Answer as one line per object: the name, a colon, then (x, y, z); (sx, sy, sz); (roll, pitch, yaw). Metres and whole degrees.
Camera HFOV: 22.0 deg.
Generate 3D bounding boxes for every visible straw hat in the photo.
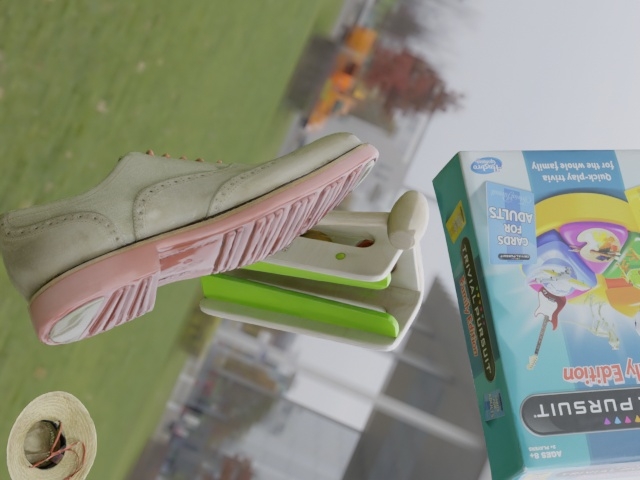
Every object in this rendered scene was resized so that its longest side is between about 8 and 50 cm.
straw hat: (-0.351, 0.252, 2.043); (0.144, 0.061, 0.144); (-11, 105, -46)

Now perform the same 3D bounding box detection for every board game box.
board game box: (0.272, 0.072, 1.674); (0.079, 0.254, 0.336); (127, -43, -61)

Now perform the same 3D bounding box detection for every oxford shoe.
oxford shoe: (-0.123, -0.043, 1.595); (0.397, 0.146, 0.140); (-23, 161, -29)

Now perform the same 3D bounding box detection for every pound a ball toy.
pound a ball toy: (0.000, 0.000, 1.989); (0.135, 0.319, 0.208); (-57, 148, -42)
